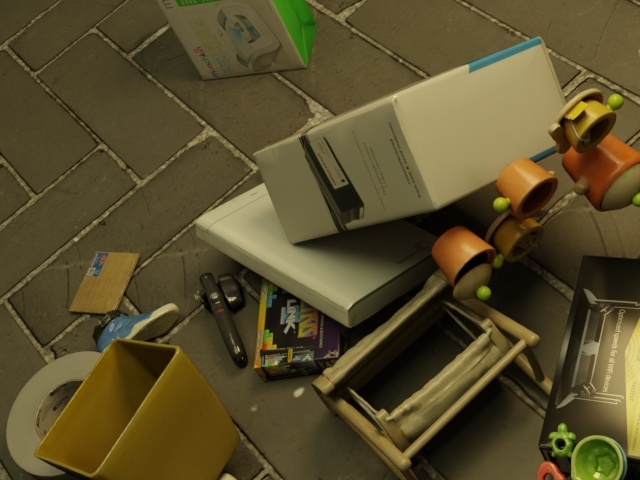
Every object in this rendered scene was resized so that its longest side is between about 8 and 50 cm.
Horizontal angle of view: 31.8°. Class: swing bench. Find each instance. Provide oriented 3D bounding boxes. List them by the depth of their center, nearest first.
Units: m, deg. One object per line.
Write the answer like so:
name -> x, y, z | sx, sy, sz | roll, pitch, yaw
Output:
swing bench -> 0.148, 0.188, 1.570 | 0.253, 0.165, 0.255 | -42, 49, -9

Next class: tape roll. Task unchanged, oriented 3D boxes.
tape roll -> -0.388, 0.289, 1.796 | 0.219, 0.072, 0.219 | -12, 52, 16

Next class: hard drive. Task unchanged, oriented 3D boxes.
hard drive -> 0.000, 0.000, 1.802 | 0.233, 0.047, 0.353 | -30, 43, -34

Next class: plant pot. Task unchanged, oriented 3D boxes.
plant pot -> -0.248, 0.287, 1.632 | 0.212, 0.187, 0.212 | -1, 50, 54

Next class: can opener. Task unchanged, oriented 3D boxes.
can opener -> -0.156, 0.123, 1.826 | 0.073, 0.059, 0.186 | -25, 48, 4

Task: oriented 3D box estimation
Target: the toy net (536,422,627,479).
toy net -> 0.307, 0.350, 1.393 | 0.122, 0.045, 0.232 | 11, 86, 38

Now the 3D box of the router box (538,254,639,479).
router box -> 0.446, 0.172, 1.503 | 0.243, 0.081, 0.308 | 4, 57, 28

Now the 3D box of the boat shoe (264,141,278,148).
boat shoe -> -0.009, -0.159, 1.979 | 0.190, 0.068, 0.072 | 1, 43, 13

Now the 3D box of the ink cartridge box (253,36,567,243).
ink cartridge box -> 0.127, -0.137, 1.650 | 0.285, 0.166, 0.395 | -25, 7, -30

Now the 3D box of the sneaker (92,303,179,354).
sneaker -> -0.315, 0.135, 1.888 | 0.152, 0.058, 0.084 | -38, 57, 2

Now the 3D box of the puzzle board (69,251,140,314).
puzzle board -> -0.382, 0.076, 1.996 | 0.096, 0.011, 0.128 | 2, 55, 27

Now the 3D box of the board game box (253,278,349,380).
board game box -> -0.027, 0.131, 1.770 | 0.141, 0.048, 0.170 | -11, 51, 18

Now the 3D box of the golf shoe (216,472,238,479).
golf shoe -> -0.143, 0.408, 1.587 | 0.068, 0.086, 0.186 | -13, 49, 16

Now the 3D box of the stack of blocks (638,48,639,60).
stack of blocks -> 0.504, -0.109, 1.547 | 0.087, 0.297, 0.171 | -9, 52, 15

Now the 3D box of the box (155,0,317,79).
box -> -0.163, -0.446, 2.128 | 0.231, 0.262, 0.126 | -3, 54, 21

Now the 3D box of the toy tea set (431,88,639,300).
toy tea set -> 0.308, -0.034, 1.496 | 0.336, 0.200, 0.124 | -46, 61, 10
